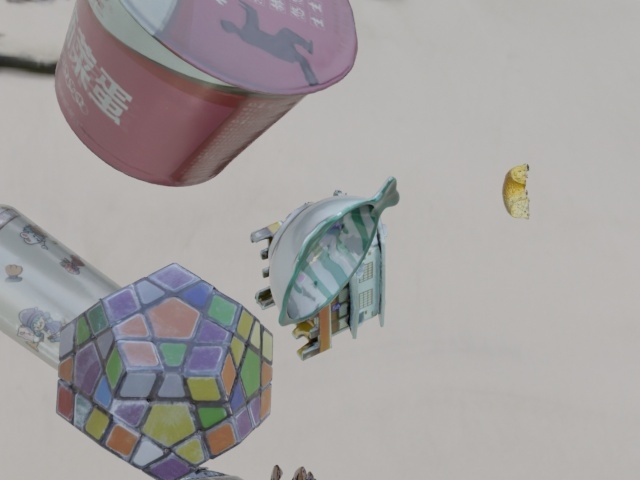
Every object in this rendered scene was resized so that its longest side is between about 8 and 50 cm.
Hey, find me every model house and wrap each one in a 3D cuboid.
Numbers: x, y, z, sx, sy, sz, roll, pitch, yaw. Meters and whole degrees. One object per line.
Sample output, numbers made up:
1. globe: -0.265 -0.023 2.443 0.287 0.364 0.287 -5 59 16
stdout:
1. model house: 0.011 0.059 1.625 0.215 0.224 0.198 -24 45 -22

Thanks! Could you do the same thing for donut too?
1. donut: 0.323 -0.081 1.498 0.038 0.083 0.067 -8 51 -13

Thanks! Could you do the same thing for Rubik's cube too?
1. Rubik's cube: -0.076 0.066 0.454 0.111 0.111 0.093 32 78 11

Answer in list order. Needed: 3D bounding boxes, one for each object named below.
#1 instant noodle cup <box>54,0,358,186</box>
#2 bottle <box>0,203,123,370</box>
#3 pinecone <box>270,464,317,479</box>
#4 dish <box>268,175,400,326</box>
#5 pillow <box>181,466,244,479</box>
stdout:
1. instant noodle cup: -0.111 -0.166 0.775 0.235 0.178 0.234 20 49 -25
2. bottle: -0.316 0.027 0.913 0.233 0.110 0.110 39 42 -15
3. pinecone: -0.074 0.381 0.951 0.292 0.246 0.246 -27 60 -18
4. dish: 0.000 0.000 1.226 0.078 0.224 0.246 36 78 22
5. pillow: -0.133 0.456 1.423 0.162 0.092 0.335 16 11 -29
